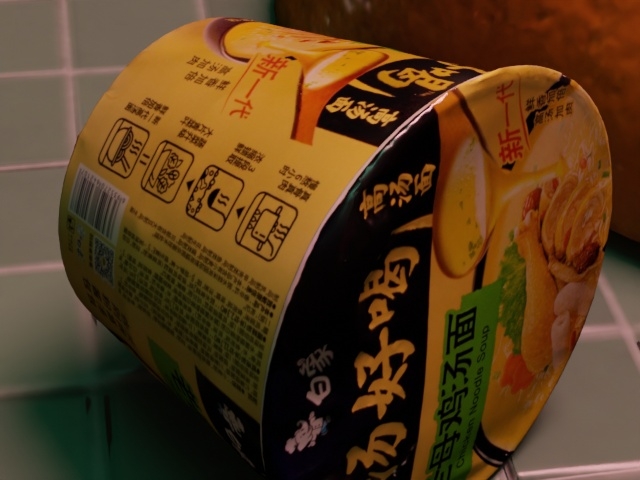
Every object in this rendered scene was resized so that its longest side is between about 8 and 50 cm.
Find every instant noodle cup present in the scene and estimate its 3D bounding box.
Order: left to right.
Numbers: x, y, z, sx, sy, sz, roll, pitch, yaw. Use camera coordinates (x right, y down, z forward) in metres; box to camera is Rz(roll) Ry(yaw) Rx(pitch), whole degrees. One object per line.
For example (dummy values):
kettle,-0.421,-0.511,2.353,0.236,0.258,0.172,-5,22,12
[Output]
instant noodle cup,0.000,0.000,0.435,0.122,0.151,0.151,30,47,35

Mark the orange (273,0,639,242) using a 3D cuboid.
orange,0.135,-0.117,0.614,0.274,0.274,0.310,-31,21,-33
